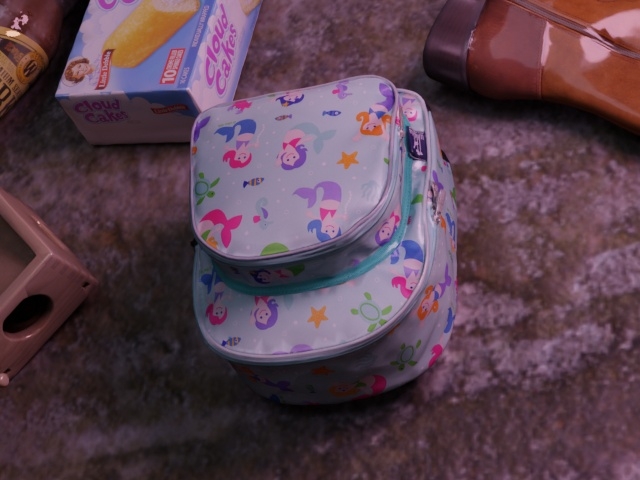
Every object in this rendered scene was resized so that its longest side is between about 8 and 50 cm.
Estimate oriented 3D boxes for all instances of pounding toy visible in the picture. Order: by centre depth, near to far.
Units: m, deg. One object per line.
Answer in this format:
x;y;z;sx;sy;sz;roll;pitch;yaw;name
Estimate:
-0.308;0.082;1.216;0.206;0.094;0.181;-48;59;0;pounding toy

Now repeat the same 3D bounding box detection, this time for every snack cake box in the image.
-0.151;-0.228;1.347;0.152;0.089;0.264;1;59;21;snack cake box

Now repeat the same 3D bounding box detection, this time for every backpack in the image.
0.000;0.000;1.090;0.225;0.191;0.253;-9;62;16;backpack

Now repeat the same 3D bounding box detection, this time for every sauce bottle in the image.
-0.353;-0.191;1.389;0.111;0.111;0.344;29;74;33;sauce bottle

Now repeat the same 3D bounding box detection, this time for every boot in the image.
0.263;-0.221;1.174;0.280;0.096;0.264;19;67;29;boot
